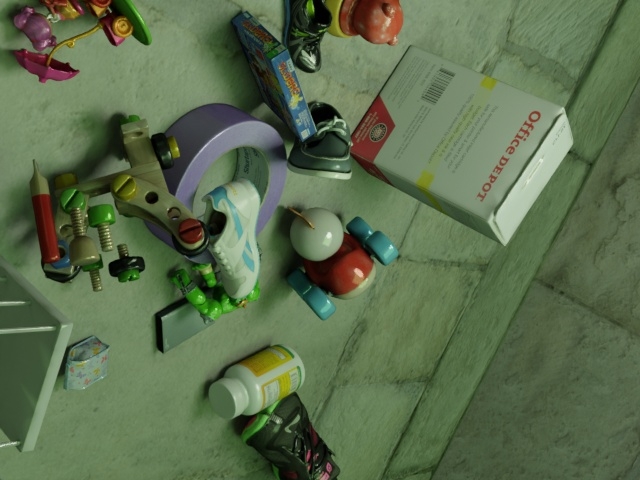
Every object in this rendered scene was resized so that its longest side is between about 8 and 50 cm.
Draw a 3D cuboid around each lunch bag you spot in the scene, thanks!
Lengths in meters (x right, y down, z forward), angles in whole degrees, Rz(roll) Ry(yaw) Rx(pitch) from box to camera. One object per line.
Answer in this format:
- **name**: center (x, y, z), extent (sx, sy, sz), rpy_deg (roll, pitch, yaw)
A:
- **lunch bag**: center (-0.415, 0.216, 1.494), extent (0.083, 0.053, 0.071), rpy_deg (-33, 144, -51)

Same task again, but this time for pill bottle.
- **pill bottle**: center (-0.143, 0.318, 1.901), extent (0.208, 0.117, 0.118), rpy_deg (-22, 133, -45)

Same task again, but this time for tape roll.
- **tape roll**: center (-0.184, -0.099, 1.514), extent (0.274, 0.090, 0.275), rpy_deg (-34, 141, -33)

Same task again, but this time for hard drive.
- **hard drive**: center (-0.265, 0.154, 1.680), extent (0.135, 0.022, 0.094), rpy_deg (-30, 139, -38)

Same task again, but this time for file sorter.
- **file sorter**: center (-0.489, 0.126, 1.103), extent (0.173, 0.277, 0.193), rpy_deg (3, 114, -51)

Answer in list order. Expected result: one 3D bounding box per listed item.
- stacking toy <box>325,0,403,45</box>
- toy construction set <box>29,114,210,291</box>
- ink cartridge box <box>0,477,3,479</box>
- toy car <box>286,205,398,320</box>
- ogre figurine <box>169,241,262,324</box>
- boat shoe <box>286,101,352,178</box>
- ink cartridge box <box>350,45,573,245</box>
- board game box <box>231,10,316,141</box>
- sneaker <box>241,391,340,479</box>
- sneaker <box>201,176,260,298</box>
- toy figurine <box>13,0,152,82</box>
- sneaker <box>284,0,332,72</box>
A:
- **stacking toy**: center (0.113, -0.524, 1.530), extent (0.279, 0.130, 0.309), rpy_deg (-51, 148, -13)
- **toy construction set**: center (-0.323, -0.074, 1.260), extent (0.309, 0.257, 0.237), rpy_deg (21, 54, -74)
- **ink cartridge box**: center (-0.679, 0.398, 1.189), extent (0.395, 0.151, 0.270), rpy_deg (-42, 145, -23)
- **toy car**: center (0.000, 0.000, 1.818), extent (0.219, 0.210, 0.238), rpy_deg (-40, 118, -5)
- **ogre figurine**: center (-0.185, 0.082, 1.649), extent (0.197, 0.096, 0.118), rpy_deg (-30, 103, -56)
- **boat shoe**: center (0.001, -0.185, 1.563), extent (0.319, 0.116, 0.099), rpy_deg (-96, -166, -72)
- **ink cartridge box**: center (0.294, -0.204, 1.814), extent (0.279, 0.384, 0.160), rpy_deg (-56, 149, -4)
- **board game box**: center (-0.078, -0.279, 1.462), extent (0.035, 0.136, 0.201), rpy_deg (-35, 145, -9)
- **sneaker**: center (-0.047, 0.521, 2.129), extent (0.185, 0.202, 0.483), rpy_deg (-50, 148, -16)
- **sneaker**: center (-0.162, 0.004, 1.478), extent (0.092, 0.087, 0.229), rpy_deg (-22, 127, -35)
- **toy figurine**: center (-0.339, -0.288, 1.133), extent (0.159, 0.130, 0.173), rpy_deg (-40, 123, -12)
- **sneaker**: center (-0.019, -0.376, 1.519), extent (0.067, 0.078, 0.188), rpy_deg (-37, 143, -32)
